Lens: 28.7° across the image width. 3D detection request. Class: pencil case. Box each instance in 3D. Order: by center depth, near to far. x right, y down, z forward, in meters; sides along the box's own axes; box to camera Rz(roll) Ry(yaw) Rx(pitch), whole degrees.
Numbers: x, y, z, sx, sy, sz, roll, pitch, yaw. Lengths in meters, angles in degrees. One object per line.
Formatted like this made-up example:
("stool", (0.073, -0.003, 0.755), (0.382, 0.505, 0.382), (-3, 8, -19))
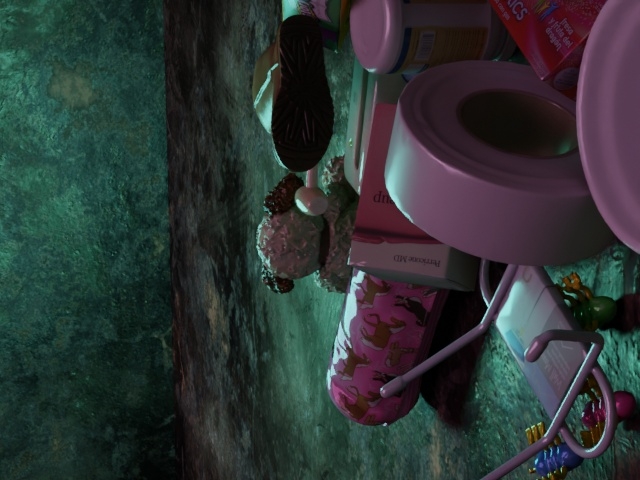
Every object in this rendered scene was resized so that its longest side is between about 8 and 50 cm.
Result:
("pencil case", (0.113, 0.117, 1.956), (0.167, 0.160, 0.386), (-91, 11, -49))

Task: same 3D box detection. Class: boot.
("boot", (-0.048, -0.199, 1.875), (0.269, 0.089, 0.236), (152, 123, -77))

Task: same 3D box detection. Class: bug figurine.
("bug figurine", (0.307, 0.169, 1.554), (0.216, 0.072, 0.279), (140, 128, -59))

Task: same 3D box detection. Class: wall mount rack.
("wall mount rack", (0.209, 0.155, 1.528), (0.350, 0.131, 0.304), (-115, 35, -46))

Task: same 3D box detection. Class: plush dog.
("plush dog", (0.000, 0.000, 2.129), (0.210, 0.225, 0.262), (-129, 39, -61))

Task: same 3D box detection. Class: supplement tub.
("supplement tub", (0.154, -0.297, 1.687), (0.144, 0.200, 0.144), (176, 90, -70))

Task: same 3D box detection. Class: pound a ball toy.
("pound a ball toy", (0.085, -0.177, 1.893), (0.136, 0.208, 0.319), (-127, 39, -59))

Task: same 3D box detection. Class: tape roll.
("tape roll", (0.220, -0.095, 1.429), (0.286, 0.286, 0.100), (-118, 30, -48))

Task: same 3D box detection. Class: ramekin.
("ramekin", (0.376, -0.122, 1.209), (0.277, 0.135, 0.277), (176, 90, -71))

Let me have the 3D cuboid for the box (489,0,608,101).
("box", (0.277, -0.274, 1.409), (0.122, 0.128, 0.257), (-45, 44, 24))

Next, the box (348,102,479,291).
("box", (0.143, -0.059, 1.710), (0.127, 0.149, 0.232), (25, -106, -64))

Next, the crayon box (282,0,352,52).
("crayon box", (0.051, -0.468, 1.729), (0.363, 0.106, 0.313), (91, -158, -80))
